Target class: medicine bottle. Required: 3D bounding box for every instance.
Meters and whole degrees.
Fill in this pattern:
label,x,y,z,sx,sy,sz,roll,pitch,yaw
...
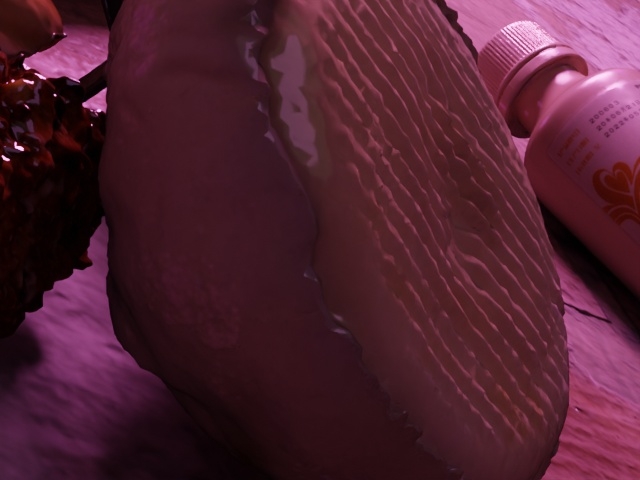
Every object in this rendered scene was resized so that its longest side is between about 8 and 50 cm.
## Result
label,x,y,z,sx,sy,sz,roll,pitch,yaw
medicine bottle,0.199,-0.053,1.270,0.114,0.114,0.252,7,33,-47

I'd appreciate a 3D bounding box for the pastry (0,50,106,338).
label,x,y,z,sx,sy,sz,roll,pitch,yaw
pastry,-0.154,-0.014,0.734,0.097,0.115,0.208,24,23,11

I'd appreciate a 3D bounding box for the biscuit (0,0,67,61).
label,x,y,z,sx,sy,sz,roll,pitch,yaw
biscuit,-0.211,-0.139,0.956,0.183,0.061,0.118,0,71,-55

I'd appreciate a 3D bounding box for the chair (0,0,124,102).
label,x,y,z,sx,sy,sz,roll,pitch,yaw
chair,-0.062,-0.117,0.974,0.260,0.141,0.155,11,56,-51

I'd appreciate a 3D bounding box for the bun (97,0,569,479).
label,x,y,z,sx,sy,sz,roll,pitch,yaw
bun,0.000,0.000,0.816,0.287,0.146,0.287,41,39,-44
